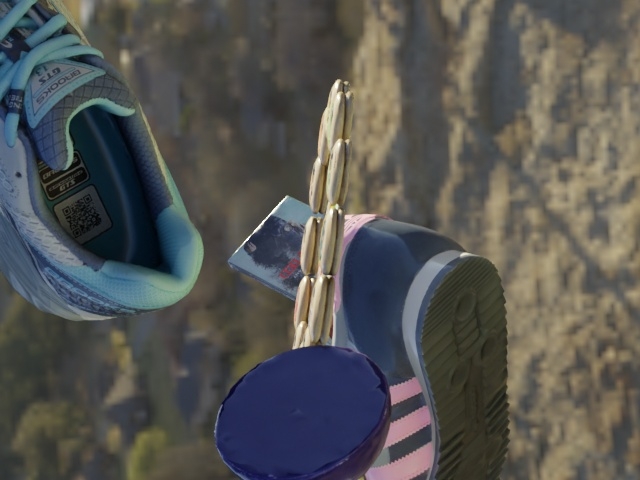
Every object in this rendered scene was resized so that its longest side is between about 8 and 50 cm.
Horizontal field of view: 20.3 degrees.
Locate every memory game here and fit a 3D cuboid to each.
[{"bbox_3d":[0.000,0.000,1.018,0.186,0.012,0.186,-173,90,-86],"label":"memory game"}]

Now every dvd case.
[{"bbox_3d":[-0.013,0.012,1.579,0.119,0.087,0.013,28,156,36],"label":"dvd case"}]

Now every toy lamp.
[{"bbox_3d":[0.030,0.161,0.770,0.080,0.080,0.275,-119,8,-51],"label":"toy lamp"}]

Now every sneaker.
[{"bbox_3d":[0.060,0.111,1.302,0.131,0.112,0.319,29,137,33],"label":"sneaker"},{"bbox_3d":[-0.138,-0.084,0.819,0.283,0.110,0.122,56,158,-21],"label":"sneaker"}]
